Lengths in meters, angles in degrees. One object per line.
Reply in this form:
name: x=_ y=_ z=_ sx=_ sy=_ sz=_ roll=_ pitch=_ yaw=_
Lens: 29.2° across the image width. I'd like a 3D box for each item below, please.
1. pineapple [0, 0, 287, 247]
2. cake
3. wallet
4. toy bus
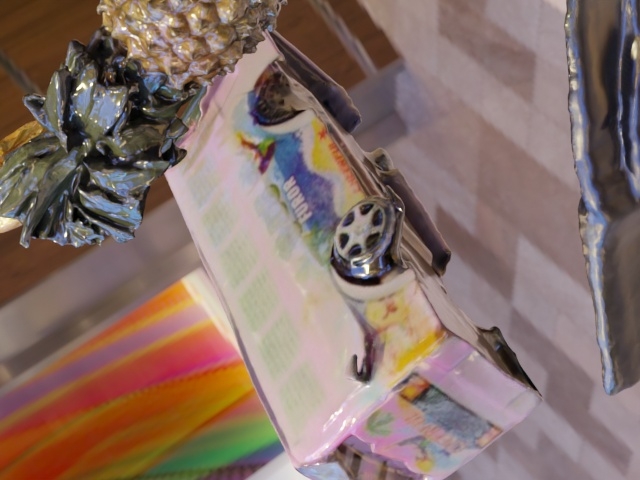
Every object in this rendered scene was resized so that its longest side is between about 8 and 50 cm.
pineapple: x=-0.070 y=-0.063 z=0.468 sx=0.074 sy=0.159 sz=0.074 roll=30 pitch=-161 yaw=-11
cake: x=-0.192 y=-0.041 z=0.791 sx=0.044 sy=0.084 sz=0.084 roll=54 pitch=162 yaw=-21
wallet: x=0.244 y=-0.083 z=0.712 sx=0.041 sy=0.247 sz=0.323 roll=39 pitch=151 yaw=47
toy bus: x=0.000 y=0.000 z=0.622 sx=0.090 sy=0.112 sz=0.274 roll=35 pitch=-163 yaw=-40
